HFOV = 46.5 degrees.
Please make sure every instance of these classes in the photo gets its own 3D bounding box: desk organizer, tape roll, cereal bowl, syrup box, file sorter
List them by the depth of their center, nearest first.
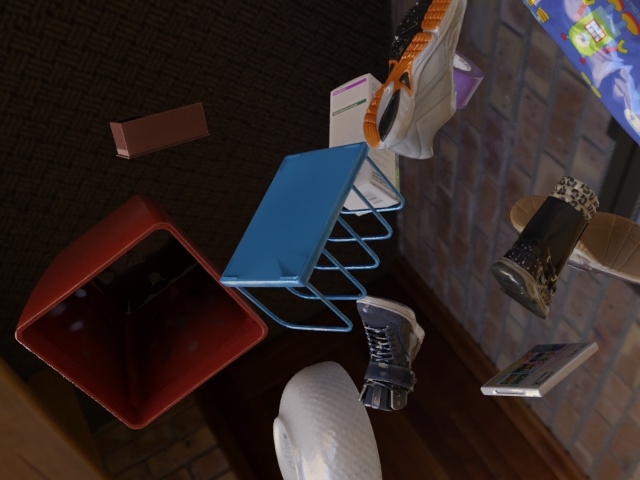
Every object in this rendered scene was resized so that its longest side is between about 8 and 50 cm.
[{"bbox_3d":[0.000,0.000,0.784,0.104,0.118,0.170,45,57,-34],"label":"file sorter"},{"bbox_3d":[-0.230,-0.161,1.071,0.130,0.047,0.050,-22,112,-30],"label":"desk organizer"},{"bbox_3d":[0.080,-0.176,1.362,0.096,0.237,0.093,-17,148,35],"label":"syrup box"},{"bbox_3d":[-0.005,0.421,1.500,0.141,0.339,0.339,-11,140,-18],"label":"cereal bowl"},{"bbox_3d":[0.266,-0.382,1.674,0.189,0.189,0.080,-1,130,-43],"label":"tape roll"}]

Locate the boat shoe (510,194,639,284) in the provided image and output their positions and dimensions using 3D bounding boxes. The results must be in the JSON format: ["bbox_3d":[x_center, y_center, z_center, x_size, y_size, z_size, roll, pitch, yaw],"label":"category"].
[{"bbox_3d":[0.474,0.006,1.317,0.103,0.285,0.092,-59,151,-15],"label":"boat shoe"}]

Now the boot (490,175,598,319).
[{"bbox_3d":[0.347,0.017,1.117,0.179,0.085,0.236,-54,152,-1],"label":"boot"}]

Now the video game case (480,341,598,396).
[{"bbox_3d":[0.374,0.220,1.277,0.157,0.019,0.143,-29,-175,-29],"label":"video game case"}]

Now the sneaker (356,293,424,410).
[{"bbox_3d":[0.104,0.193,1.243,0.226,0.086,0.163,47,59,-52],"label":"sneaker"}]

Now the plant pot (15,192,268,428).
[{"bbox_3d":[-0.286,0.081,1.179,0.267,0.236,0.267,-37,125,2],"label":"plant pot"}]

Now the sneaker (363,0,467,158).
[{"bbox_3d":[0.163,-0.246,1.115,0.121,0.099,0.262,20,98,-33],"label":"sneaker"}]

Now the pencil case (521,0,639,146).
[{"bbox_3d":[0.342,-0.209,0.802,0.119,0.306,0.133,-34,174,-30],"label":"pencil case"}]
